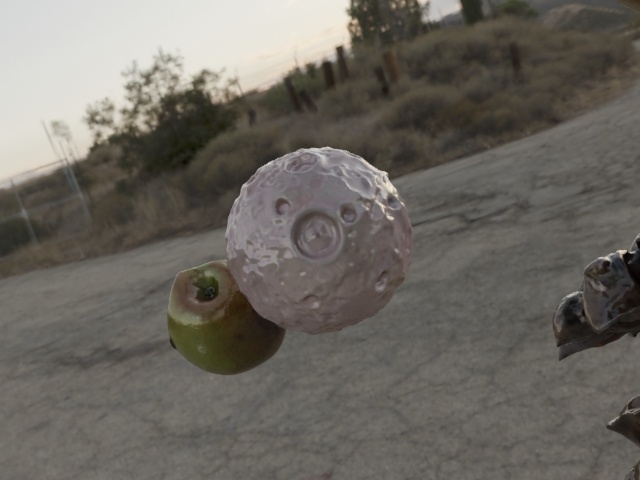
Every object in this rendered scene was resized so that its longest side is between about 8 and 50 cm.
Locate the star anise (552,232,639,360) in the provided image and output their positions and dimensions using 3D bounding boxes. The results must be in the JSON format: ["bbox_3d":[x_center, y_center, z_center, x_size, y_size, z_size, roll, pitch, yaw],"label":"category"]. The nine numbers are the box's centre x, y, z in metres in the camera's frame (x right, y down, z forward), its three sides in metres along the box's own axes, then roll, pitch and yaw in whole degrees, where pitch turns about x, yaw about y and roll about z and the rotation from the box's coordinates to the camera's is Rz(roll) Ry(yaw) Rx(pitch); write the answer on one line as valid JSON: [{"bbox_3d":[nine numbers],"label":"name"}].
[{"bbox_3d":[0.283,0.029,0.647,0.263,0.081,0.230,-3,-39,-44],"label":"star anise"}]

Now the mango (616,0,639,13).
[{"bbox_3d":[0.249,-0.228,0.554,0.228,0.136,0.099,7,27,-34],"label":"mango"}]

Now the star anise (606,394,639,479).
[{"bbox_3d":[0.429,0.194,0.768,0.315,0.108,0.315,-31,9,6],"label":"star anise"}]

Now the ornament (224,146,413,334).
[{"bbox_3d":[0.000,0.000,1.074,0.260,0.259,0.225,-20,-3,2],"label":"ornament"}]

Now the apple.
[{"bbox_3d":[-0.161,0.138,1.378,0.207,0.173,0.188,-36,-29,1],"label":"apple"}]
